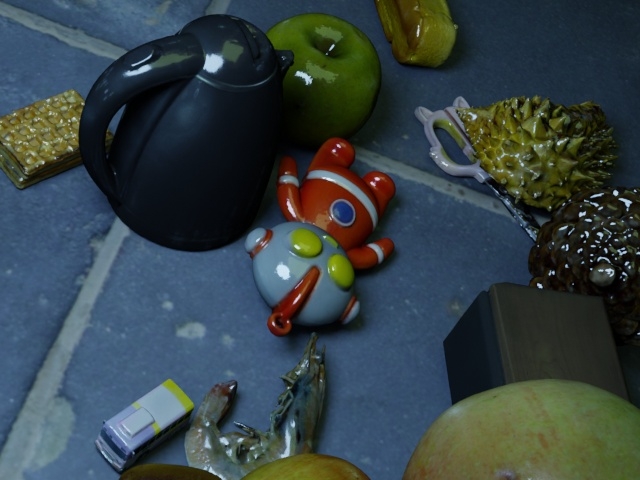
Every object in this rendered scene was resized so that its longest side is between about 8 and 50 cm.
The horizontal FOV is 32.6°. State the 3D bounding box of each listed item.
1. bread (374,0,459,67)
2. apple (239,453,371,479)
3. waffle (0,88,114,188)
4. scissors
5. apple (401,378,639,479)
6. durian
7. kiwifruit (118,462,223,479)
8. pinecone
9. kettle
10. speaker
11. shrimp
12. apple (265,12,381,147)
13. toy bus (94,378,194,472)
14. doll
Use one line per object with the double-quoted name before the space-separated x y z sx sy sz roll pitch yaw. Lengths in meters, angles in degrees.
"bread" 0.146 -0.387 1.799 0.094 0.102 0.245 7 52 -26
"apple" -0.027 0.313 1.083 0.196 0.196 0.196 12 49 -14
"waffle" -0.353 -0.133 1.416 0.102 0.042 0.148 45 50 18
"scissors" 0.264 -0.096 1.656 0.160 0.024 0.317 -17 61 -33
"apple" 0.234 0.301 1.067 0.319 0.319 0.277 21 8 -6
"durian" 0.367 -0.147 1.663 0.341 0.112 0.191 -5 55 -43
"kiwifruit" -0.155 0.273 1.147 0.125 0.075 0.075 6 51 -15
"pinecone" 0.401 0.029 1.487 0.224 0.224 0.272 36 20 8
"kettle" -0.168 -0.143 1.338 0.268 0.290 0.207 -15 61 -30
"speaker" 0.268 0.189 1.337 0.193 0.153 0.230 8 50 -16
"shrimp" -0.065 0.199 1.259 0.144 0.052 0.251 24 48 1
"apple" -0.009 -0.225 1.553 0.197 0.157 0.196 8 45 -8
"toy bus" -0.192 0.202 1.198 0.052 0.058 0.102 44 49 16
"doll" 0.000 0.000 1.409 0.200 0.105 0.336 40 45 -12
